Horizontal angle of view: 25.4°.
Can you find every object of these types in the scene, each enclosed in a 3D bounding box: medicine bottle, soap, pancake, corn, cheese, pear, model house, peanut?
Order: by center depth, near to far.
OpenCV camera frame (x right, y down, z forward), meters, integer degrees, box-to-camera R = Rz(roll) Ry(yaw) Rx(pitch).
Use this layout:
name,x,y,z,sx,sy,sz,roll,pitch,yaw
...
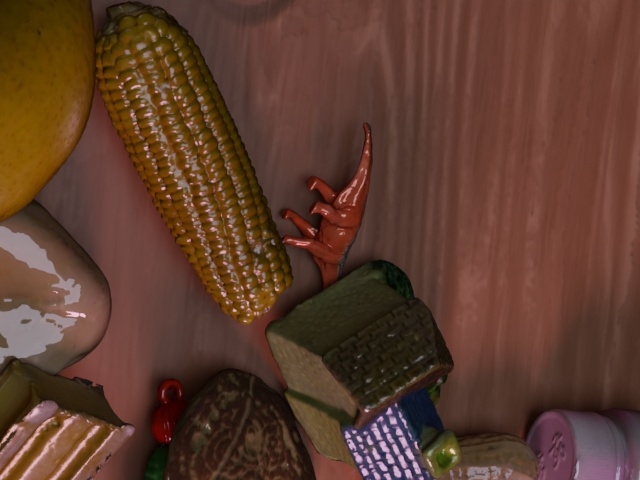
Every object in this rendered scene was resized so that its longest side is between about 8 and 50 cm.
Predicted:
name,x,y,z,sx,sy,sz,roll,pitch,yaw
pear,-0.378,-0.180,1.310,0.340,0.191,0.386,24,72,-4
soap,-0.312,0.234,1.435,0.233,0.076,0.135,-49,138,14
cheese,-0.329,0.061,1.443,0.235,0.117,0.218,26,88,-17
corn,-0.135,-0.081,1.495,0.120,0.120,0.363,-27,104,-15
pancake,-0.083,0.268,1.530,0.250,0.031,0.250,18,66,-49
model house,0.081,0.160,1.547,0.195,0.189,0.214,-28,114,-16
peanut,0.149,0.275,1.650,0.214,0.090,0.099,-2,138,-17
medicine bottle,0.380,0.278,1.699,0.254,0.152,0.152,12,92,-20

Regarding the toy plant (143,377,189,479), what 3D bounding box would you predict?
name,x,y,z,sx,sy,sz,roll,pitch,yaw
toy plant,-0.136,0.282,1.554,0.154,0.088,0.240,19,77,-32

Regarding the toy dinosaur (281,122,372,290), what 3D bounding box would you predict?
name,x,y,z,sx,sy,sz,roll,pitch,yaw
toy dinosaur,0.001,0.002,1.585,0.101,0.055,0.280,24,101,-21
